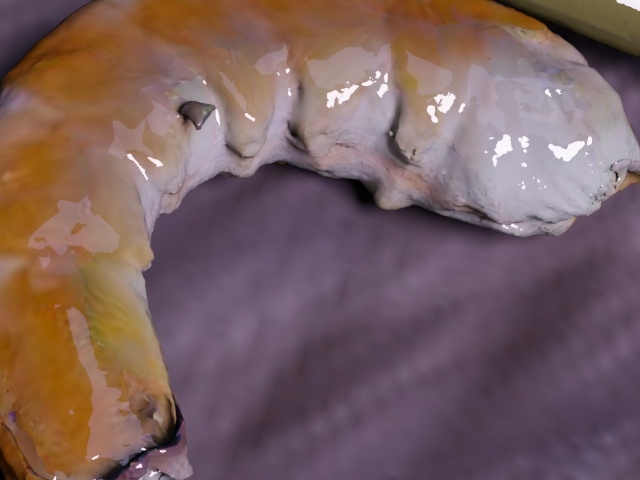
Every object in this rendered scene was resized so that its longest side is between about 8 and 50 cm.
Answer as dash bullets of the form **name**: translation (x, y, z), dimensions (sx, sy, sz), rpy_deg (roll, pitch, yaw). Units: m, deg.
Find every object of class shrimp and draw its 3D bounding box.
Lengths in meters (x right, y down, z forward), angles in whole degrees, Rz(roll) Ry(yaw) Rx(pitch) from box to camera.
- **shrimp**: translation (0.000, 0.000, 0.381), dimensions (0.161, 0.049, 0.166), rpy_deg (15, 49, -5)

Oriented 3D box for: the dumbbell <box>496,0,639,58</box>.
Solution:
- **dumbbell**: translation (0.081, -0.064, 0.456), dimensions (0.118, 0.046, 0.052), rpy_deg (21, 63, -8)
